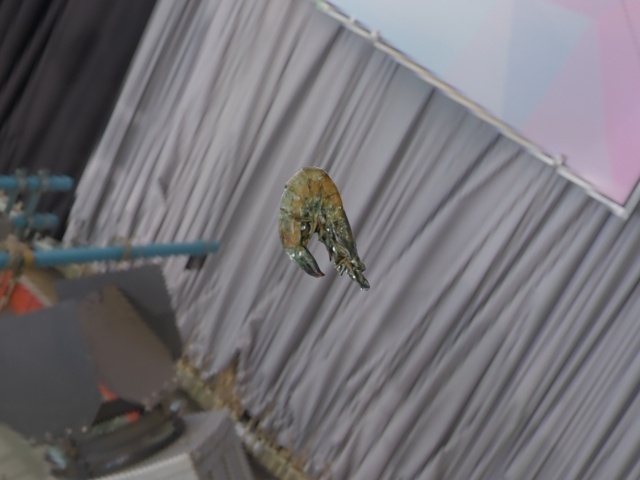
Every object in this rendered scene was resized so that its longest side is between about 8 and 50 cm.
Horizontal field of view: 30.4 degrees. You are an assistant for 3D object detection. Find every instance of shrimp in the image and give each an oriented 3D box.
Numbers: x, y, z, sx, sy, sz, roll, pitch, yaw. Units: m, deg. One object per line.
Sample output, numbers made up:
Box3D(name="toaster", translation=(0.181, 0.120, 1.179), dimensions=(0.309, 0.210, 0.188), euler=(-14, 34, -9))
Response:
Box3D(name="shrimp", translation=(0.000, 0.000, 1.209), dimensions=(0.034, 0.091, 0.161), euler=(13, 141, 48))
